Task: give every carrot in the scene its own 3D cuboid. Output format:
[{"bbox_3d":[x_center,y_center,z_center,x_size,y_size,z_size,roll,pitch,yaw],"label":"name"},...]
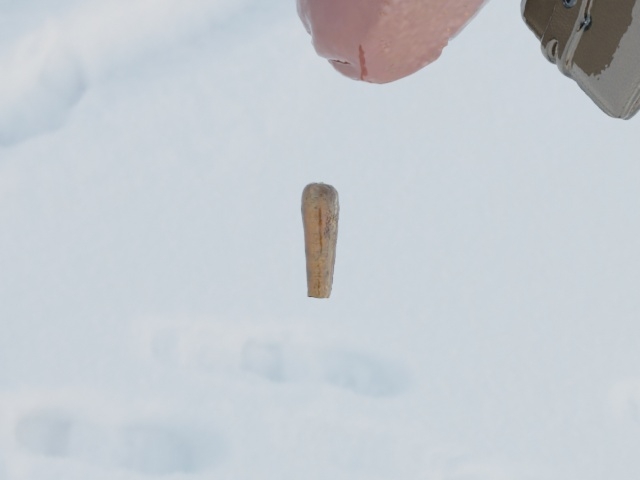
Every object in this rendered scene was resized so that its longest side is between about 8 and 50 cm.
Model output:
[{"bbox_3d":[0.000,0.000,1.713,0.055,0.055,0.161,-8,100,-42],"label":"carrot"}]

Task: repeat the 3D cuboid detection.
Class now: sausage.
[{"bbox_3d":[0.087,-0.247,0.938,0.152,0.279,0.152,30,26,-17],"label":"sausage"}]

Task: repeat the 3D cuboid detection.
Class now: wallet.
[{"bbox_3d":[0.206,-0.168,0.900,0.039,0.118,0.152,3,40,-35],"label":"wallet"}]
